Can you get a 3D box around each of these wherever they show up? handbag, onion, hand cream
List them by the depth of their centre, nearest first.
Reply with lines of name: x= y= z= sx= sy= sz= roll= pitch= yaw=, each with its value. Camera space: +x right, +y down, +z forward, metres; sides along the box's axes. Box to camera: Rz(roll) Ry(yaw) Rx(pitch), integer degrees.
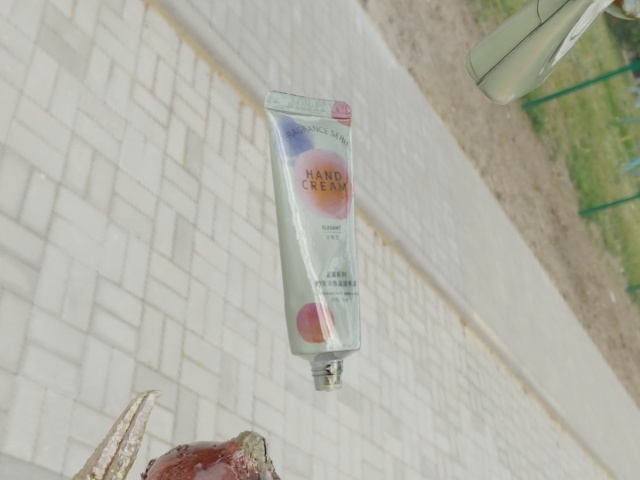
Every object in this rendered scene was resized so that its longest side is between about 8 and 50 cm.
onion: x=-0.111 y=0.281 z=0.921 sx=0.184 sy=0.184 sz=0.147 roll=18 pitch=95 yaw=-60
hand cream: x=0.000 y=0.000 z=0.932 sx=0.124 sy=0.077 sz=0.341 roll=1 pitch=82 yaw=-35
handbag: x=0.370 y=-0.332 z=1.186 sx=0.241 sy=0.315 sz=0.109 roll=-34 pitch=88 yaw=-44

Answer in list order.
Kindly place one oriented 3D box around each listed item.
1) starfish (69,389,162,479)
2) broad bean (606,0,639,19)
starfish: x=-0.320 y=0.333 z=0.805 sx=0.132 sy=0.397 sz=0.384 roll=81 pitch=6 yaw=-69
broad bean: x=0.440 y=-0.442 z=1.335 sx=0.339 sy=0.077 sz=0.061 roll=21 pitch=47 yaw=-30
